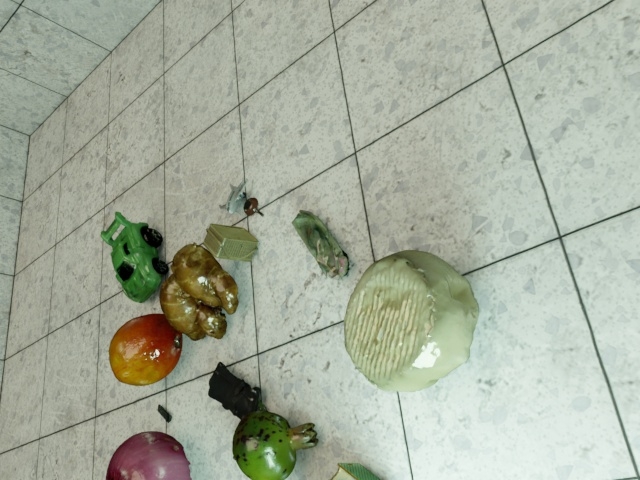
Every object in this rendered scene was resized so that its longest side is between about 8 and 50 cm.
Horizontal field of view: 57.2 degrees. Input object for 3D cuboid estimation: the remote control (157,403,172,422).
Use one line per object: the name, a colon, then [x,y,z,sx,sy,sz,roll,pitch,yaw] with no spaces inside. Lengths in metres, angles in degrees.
remote control: [-0.561,0.622,2.113,0.091,0.016,0.034,24,108,46]

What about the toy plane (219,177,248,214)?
toy plane: [-0.309,-0.146,2.103,0.162,0.065,0.171,-40,35,27]

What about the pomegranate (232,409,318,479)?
pomegranate: [-0.127,0.562,1.623,0.247,0.202,0.202,-19,58,4]

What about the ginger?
ginger: [-0.409,0.196,1.995,0.274,0.152,0.358,32,117,4]

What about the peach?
peach: [-0.618,0.390,2.092,0.280,0.238,0.281,-30,16,10]

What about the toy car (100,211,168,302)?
toy car: [-0.761,0.072,2.385,0.213,0.176,0.359,-43,51,26]

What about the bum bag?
bum bag: [-0.275,0.478,1.854,0.248,0.060,0.123,22,96,51]

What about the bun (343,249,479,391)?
bun: [0.223,0.193,1.394,0.359,0.210,0.360,-25,58,48]

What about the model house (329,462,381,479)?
model house: [0.062,0.636,1.407,0.206,0.271,0.178,-41,36,-22]

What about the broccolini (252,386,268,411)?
broccolini: [-0.181,0.509,1.793,0.140,0.030,0.035,-127,32,-45]

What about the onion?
onion: [-0.577,0.797,1.875,0.358,0.344,0.359,-175,90,-79]

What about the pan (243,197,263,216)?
pan: [-0.236,-0.112,2.059,0.115,0.023,0.069,35,99,45]

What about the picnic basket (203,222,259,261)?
picnic basket: [-0.303,0.008,1.985,0.115,0.164,0.080,40,113,43]

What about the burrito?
burrito: [0.000,0.003,1.766,0.096,0.066,0.309,-55,44,18]
